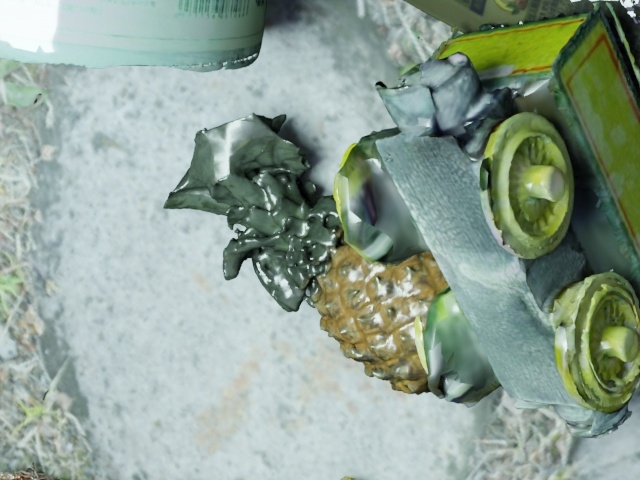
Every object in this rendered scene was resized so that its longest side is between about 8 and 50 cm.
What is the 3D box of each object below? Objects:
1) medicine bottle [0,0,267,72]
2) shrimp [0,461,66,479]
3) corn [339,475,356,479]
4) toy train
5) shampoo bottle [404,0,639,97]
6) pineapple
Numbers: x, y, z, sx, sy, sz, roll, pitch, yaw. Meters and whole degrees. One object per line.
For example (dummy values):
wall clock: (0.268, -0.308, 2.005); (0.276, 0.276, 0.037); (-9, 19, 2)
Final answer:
medicine bottle: (-0.137, -0.266, 0.931); (0.245, 0.245, 0.290); (12, 105, 17)
shrimp: (-0.236, 0.197, 1.199); (0.092, 0.029, 0.038); (-18, 98, 27)
corn: (0.057, 0.266, 1.090); (0.072, 0.072, 0.203); (-31, 92, 24)
toy train: (0.123, -0.011, 0.898); (0.134, 0.177, 0.261); (-3, 126, 42)
shampoo bottle: (0.171, -0.157, 0.930); (0.350, 0.084, 0.126); (21, 114, 14)
pineapple: (0.000, 0.000, 1.027); (0.237, 0.111, 0.119); (34, 82, 15)
